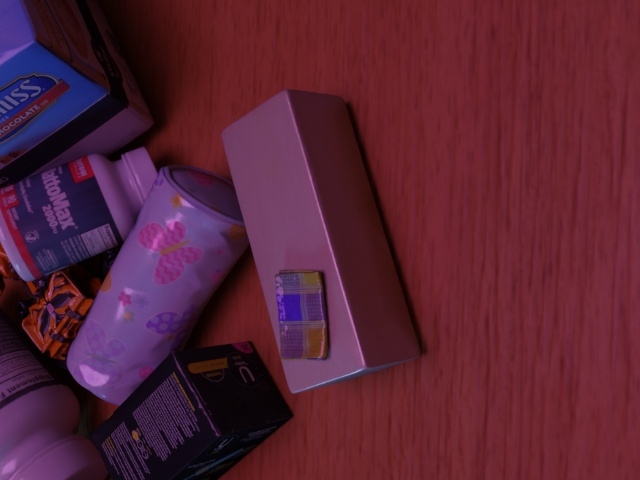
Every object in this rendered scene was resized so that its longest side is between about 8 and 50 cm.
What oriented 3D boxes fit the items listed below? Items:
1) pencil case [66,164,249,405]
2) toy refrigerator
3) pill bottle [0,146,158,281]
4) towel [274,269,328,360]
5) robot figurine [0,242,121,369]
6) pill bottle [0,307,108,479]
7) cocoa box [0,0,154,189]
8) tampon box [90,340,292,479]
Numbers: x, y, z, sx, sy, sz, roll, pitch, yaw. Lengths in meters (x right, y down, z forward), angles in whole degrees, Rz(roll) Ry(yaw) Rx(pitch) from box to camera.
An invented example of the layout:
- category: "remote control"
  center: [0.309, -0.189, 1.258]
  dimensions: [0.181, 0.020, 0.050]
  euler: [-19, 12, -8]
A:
- category: "pencil case"
  center: [-0.171, 0.053, 0.952]
  dimensions: [0.124, 0.113, 0.273]
  euler: [28, 109, -5]
- category: "toy refrigerator"
  center: [0.000, 0.000, 0.850]
  dimensions: [0.102, 0.094, 0.270]
  euler: [-26, 74, 39]
- category: "pill bottle"
  center: [-0.266, -0.036, 0.981]
  dimensions: [0.180, 0.108, 0.108]
  euler: [-24, 71, -11]
- category: "towel"
  center: [-0.018, 0.069, 0.799]
  dimensions: [0.060, 0.009, 0.083]
  euler: [-2, 91, 43]
- category: "robot figurine"
  center: [-0.344, 0.020, 1.093]
  dimensions: [0.211, 0.085, 0.291]
  euler: [-50, 63, 25]
- category: "pill bottle"
  center: [-0.407, 0.202, 1.070]
  dimensions: [0.318, 0.176, 0.176]
  euler: [43, 113, 18]
- category: "cocoa box"
  center: [-0.391, -0.242, 0.994]
  dimensions: [0.231, 0.228, 0.347]
  euler: [-31, 67, 9]
- category: "tampon box"
  center: [-0.137, 0.194, 0.924]
  dimensions: [0.161, 0.120, 0.101]
  euler: [-44, 67, 26]
